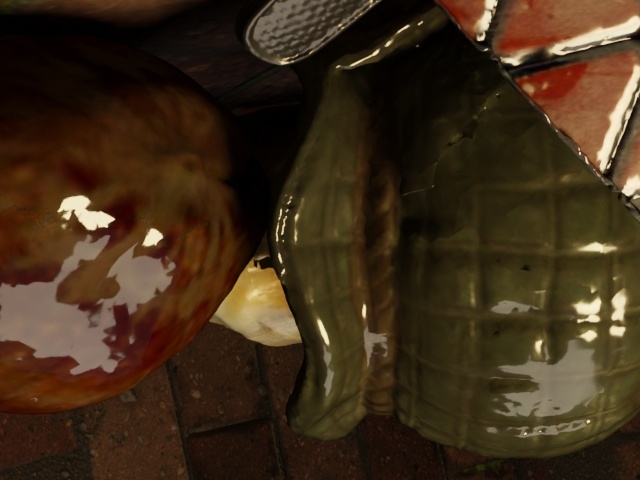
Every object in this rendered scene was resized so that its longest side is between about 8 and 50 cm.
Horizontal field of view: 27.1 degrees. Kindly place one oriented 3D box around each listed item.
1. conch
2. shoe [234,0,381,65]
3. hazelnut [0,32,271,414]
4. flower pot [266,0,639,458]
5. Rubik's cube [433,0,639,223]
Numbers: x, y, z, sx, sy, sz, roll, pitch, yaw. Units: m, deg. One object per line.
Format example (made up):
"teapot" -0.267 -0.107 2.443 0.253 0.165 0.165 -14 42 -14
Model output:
"conch" -0.004 -0.010 1.082 0.324 0.186 0.263 -16 178 37
"shoe" 0.022 -0.141 0.581 0.159 0.053 0.062 -39 138 18
"hazelnut" -0.142 -0.006 0.713 0.218 0.218 0.234 -17 177 40
"flower pot" 0.083 -0.027 0.780 0.213 0.301 0.302 -2 174 3
"Rubik's cube" 0.100 -0.123 0.549 0.190 0.211 0.178 17 -163 -14
